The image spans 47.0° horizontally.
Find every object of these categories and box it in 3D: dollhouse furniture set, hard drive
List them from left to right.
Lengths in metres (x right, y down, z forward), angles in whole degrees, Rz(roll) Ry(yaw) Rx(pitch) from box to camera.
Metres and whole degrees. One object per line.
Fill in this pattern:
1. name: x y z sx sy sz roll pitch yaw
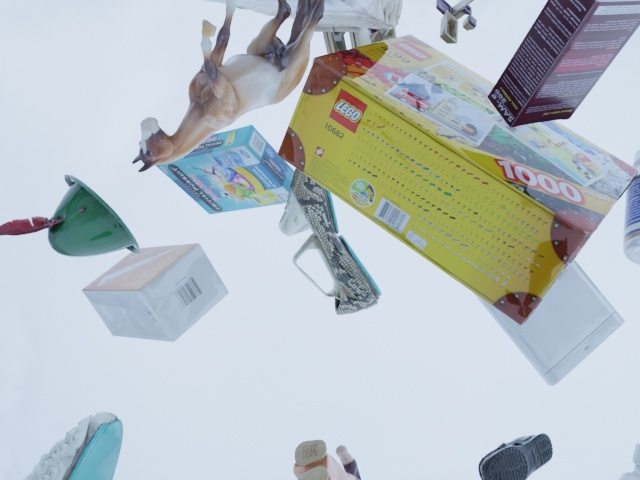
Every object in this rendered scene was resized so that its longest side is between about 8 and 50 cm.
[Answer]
1. dollhouse furniture set: 0.074 -0.467 1.667 0.129 0.183 0.129 9 136 25
2. dollhouse furniture set: 0.263 -0.392 1.297 0.091 0.114 0.081 32 139 -29
3. hard drive: 0.498 0.119 1.687 0.353 0.233 0.047 51 168 4

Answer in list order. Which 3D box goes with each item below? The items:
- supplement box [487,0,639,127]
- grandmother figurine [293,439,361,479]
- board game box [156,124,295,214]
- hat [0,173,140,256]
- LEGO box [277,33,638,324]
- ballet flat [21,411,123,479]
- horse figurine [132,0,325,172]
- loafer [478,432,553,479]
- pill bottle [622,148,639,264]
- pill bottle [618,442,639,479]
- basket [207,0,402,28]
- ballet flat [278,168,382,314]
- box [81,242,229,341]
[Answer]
1. supplement box: 0.357 -0.275 1.054 0.073 0.130 0.239 61 146 28
2. grandmother figurine: 0.057 0.552 1.616 0.104 0.208 0.342 -16 135 23
3. board game box: -0.257 -0.189 2.080 0.336 0.079 0.254 -7 143 35
4. hat: -0.426 0.010 1.195 0.208 0.183 0.173 22 150 50
5. LEGO box: 0.242 -0.134 1.270 0.500 0.372 0.193 36 125 16
6. ballet flat: -0.404 0.429 1.021 0.147 0.409 0.147 14 165 4
7. horse figurine: -0.068 -0.179 0.723 0.066 0.263 0.174 34 139 14
8. loafer: 0.396 0.460 1.531 0.078 0.220 0.080 -20 78 49
9. pill bottle: 0.792 -0.082 1.718 0.153 0.264 0.153 10 157 4
10. pill bottle: 0.473 0.390 1.050 0.108 0.180 0.108 15 175 1
11. basket: -0.014 -0.549 1.265 0.331 0.266 0.328 12 102 21
12. ballet flat: 0.000 0.000 1.920 0.182 0.164 0.483 -25 113 0
13. box: -0.452 0.138 1.999 0.345 0.215 0.168 -5 121 48
